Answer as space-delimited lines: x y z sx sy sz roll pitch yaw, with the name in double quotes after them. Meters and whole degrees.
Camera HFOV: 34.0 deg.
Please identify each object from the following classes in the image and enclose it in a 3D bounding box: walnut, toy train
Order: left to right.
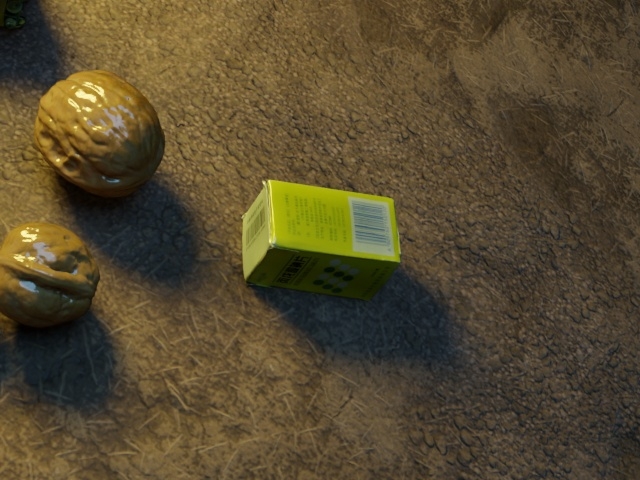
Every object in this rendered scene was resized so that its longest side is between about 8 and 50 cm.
-0.547 -0.419 1.820 0.081 0.050 0.122 6 58 -10 "toy train"
-0.410 0.052 1.553 0.166 0.149 0.167 -6 99 -42 "walnut"
-0.347 -0.167 1.678 0.213 0.213 0.213 12 58 -20 "walnut"

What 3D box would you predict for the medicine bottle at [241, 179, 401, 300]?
0.000 0.000 1.790 0.250 0.137 0.141 9 60 -22 "medicine bottle"
